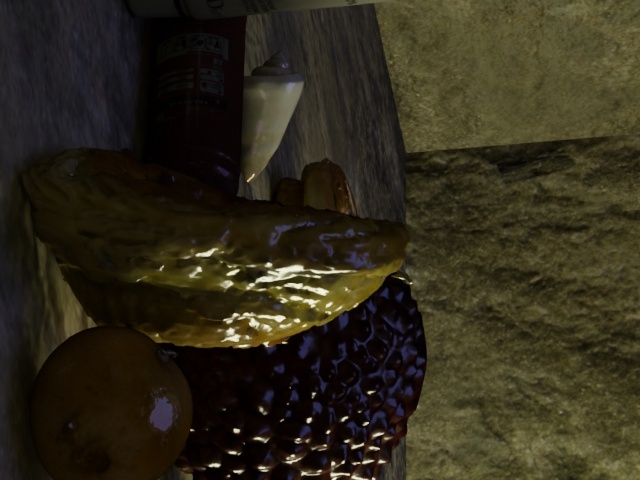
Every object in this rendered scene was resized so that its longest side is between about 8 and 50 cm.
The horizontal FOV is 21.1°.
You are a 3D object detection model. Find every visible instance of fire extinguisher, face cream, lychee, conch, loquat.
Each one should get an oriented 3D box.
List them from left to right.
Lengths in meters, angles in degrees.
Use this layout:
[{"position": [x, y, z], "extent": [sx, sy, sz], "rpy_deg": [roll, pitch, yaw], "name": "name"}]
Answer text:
[{"position": [-0.173, 0.141, 1.411], "extent": [0.141, 0.141, 0.141], "rpy_deg": [-4, 90, -81], "name": "loquat"}, {"position": [-0.146, -0.128, 1.831], "extent": [0.147, 0.107, 0.337], "rpy_deg": [41, 41, -47], "name": "fire extinguisher"}, {"position": [-0.071, -0.169, 2.327], "extent": [0.104, 0.094, 0.176], "rpy_deg": [13, -74, 58], "name": "conch"}, {"position": [-0.049, -0.283, 1.802], "extent": [0.143, 0.314, 0.089], "rpy_deg": [60, 28, -67], "name": "face cream"}, {"position": [-0.039, 0.129, 1.778], "extent": [0.330, 0.306, 0.306], "rpy_deg": [-34, 122, -55], "name": "lychee"}]

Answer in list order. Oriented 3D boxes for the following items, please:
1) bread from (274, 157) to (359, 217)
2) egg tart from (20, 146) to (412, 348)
[{"position": [0.000, 0.003, 2.596], "extent": [0.236, 0.120, 0.198], "rpy_deg": [75, 12, -46], "name": "bread"}, {"position": [-0.087, 0.016, 1.528], "extent": [0.351, 0.340, 0.153], "rpy_deg": [-72, 174, -84], "name": "egg tart"}]
